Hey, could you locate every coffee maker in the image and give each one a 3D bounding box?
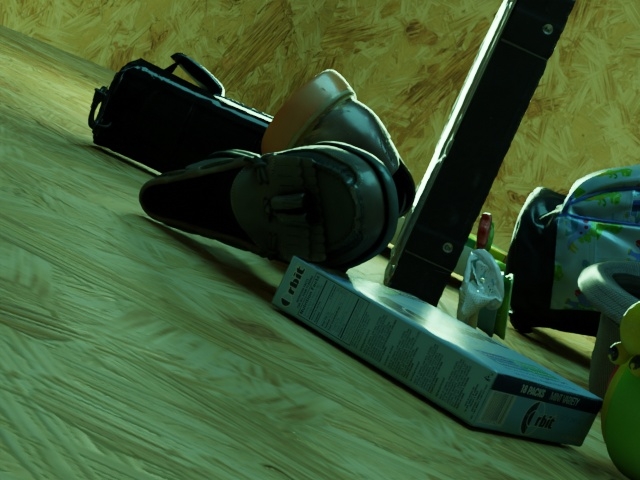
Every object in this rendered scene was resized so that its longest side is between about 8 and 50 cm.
[{"bbox_3d":[-0.137,-0.102,1.525,0.178,0.120,0.171,25,28,5],"label":"coffee maker"}]

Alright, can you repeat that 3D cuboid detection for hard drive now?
[{"bbox_3d":[0.159,-0.100,1.543,0.064,0.339,0.237,23,6,1],"label":"hard drive"}]

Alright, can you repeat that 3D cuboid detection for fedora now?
[{"bbox_3d":[0.341,0.119,1.382,0.243,0.124,0.275,24,13,12],"label":"fedora"}]

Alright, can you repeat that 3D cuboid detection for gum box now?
[{"bbox_3d":[0.081,0.077,1.016,0.184,0.041,0.157,30,7,36],"label":"gum box"}]

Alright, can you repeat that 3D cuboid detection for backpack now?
[{"bbox_3d":[0.417,0.012,1.724,0.355,0.273,0.290,15,1,14],"label":"backpack"}]

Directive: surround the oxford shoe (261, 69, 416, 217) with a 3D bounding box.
[{"bbox_3d":[0.022,-0.046,1.501,0.133,0.130,0.364,44,-6,11],"label":"oxford shoe"}]

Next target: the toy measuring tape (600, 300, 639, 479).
[{"bbox_3d":[0.281,0.159,1.021,0.330,0.121,0.121,49,-10,-34],"label":"toy measuring tape"}]

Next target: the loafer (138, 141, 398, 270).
[{"bbox_3d":[-0.046,-0.022,1.093,0.084,0.096,0.267,-9,7,-31],"label":"loafer"}]

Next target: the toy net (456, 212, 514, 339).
[{"bbox_3d":[0.163,0.035,1.406,0.045,0.122,0.232,11,0,9],"label":"toy net"}]

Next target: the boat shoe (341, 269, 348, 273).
[{"bbox_3d":[0.000,0.000,1.307,0.073,0.073,0.207,62,-4,0],"label":"boat shoe"}]

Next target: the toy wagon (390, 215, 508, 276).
[{"bbox_3d":[0.164,0.009,1.985,0.344,0.068,0.267,23,6,-25],"label":"toy wagon"}]
